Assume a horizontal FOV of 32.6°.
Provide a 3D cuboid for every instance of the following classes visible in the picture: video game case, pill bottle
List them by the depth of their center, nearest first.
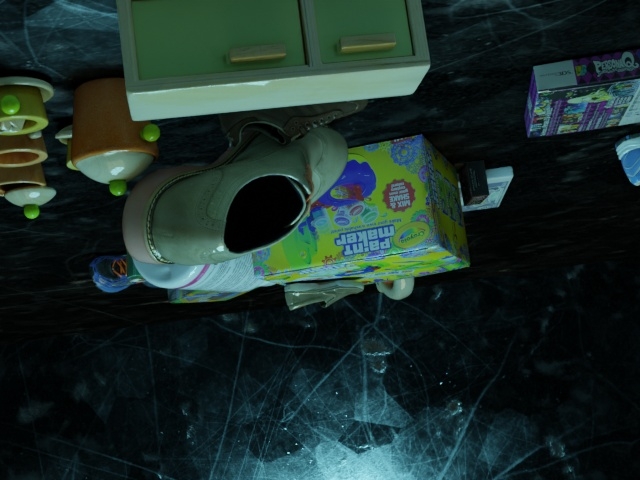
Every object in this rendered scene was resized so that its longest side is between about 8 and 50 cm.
[{"bbox_3d":[0.380,-0.195,1.439,0.210,0.041,0.232,-9,170,7],"label":"video game case"},{"bbox_3d":[-0.170,0.006,1.830,0.160,0.160,0.283,-13,169,30],"label":"pill bottle"},{"bbox_3d":[0.249,-0.085,2.006,0.184,0.023,0.201,-8,166,0],"label":"video game case"}]

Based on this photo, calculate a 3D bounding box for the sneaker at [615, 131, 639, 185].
[{"bbox_3d":[0.596,-0.146,1.792,0.211,0.081,0.080,-12,168,17],"label":"sneaker"}]

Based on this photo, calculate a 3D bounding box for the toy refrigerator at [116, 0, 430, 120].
[{"bbox_3d":[-0.045,-0.182,0.995,0.270,0.102,0.094,-6,170,-8],"label":"toy refrigerator"}]

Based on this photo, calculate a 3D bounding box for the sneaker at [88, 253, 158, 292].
[{"bbox_3d":[-0.376,0.052,2.245,0.221,0.083,0.087,-6,159,-45],"label":"sneaker"}]

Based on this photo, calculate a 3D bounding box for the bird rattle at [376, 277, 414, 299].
[{"bbox_3d":[0.125,0.007,2.017,0.143,0.206,0.253,-24,-173,-24],"label":"bird rattle"}]

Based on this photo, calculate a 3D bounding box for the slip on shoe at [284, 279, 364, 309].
[{"bbox_3d":[0.007,0.088,1.764,0.135,0.041,0.051,-1,169,-27],"label":"slip on shoe"}]

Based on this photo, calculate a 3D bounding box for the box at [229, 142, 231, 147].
[{"bbox_3d":[-0.080,-0.088,1.527,0.087,0.101,0.102,-7,169,-5],"label":"box"}]

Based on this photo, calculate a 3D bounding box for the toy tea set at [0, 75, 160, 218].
[{"bbox_3d":[-0.303,-0.088,1.274,0.200,0.124,0.336,-5,170,-18],"label":"toy tea set"}]

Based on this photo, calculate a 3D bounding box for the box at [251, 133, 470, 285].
[{"bbox_3d":[0.065,-0.032,1.750,0.290,0.177,0.279,-10,171,15],"label":"box"}]

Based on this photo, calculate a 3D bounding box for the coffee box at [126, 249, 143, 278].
[{"bbox_3d":[-0.254,0.015,1.936,0.184,0.113,0.040,2,170,-33],"label":"coffee box"}]

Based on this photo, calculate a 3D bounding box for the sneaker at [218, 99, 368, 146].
[{"bbox_3d":[-0.030,-0.147,1.306,0.188,0.071,0.066,-4,170,-17],"label":"sneaker"}]

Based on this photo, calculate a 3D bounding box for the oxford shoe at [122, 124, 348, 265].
[{"bbox_3d":[-0.057,-0.052,1.321,0.147,0.140,0.397,9,-154,31],"label":"oxford shoe"}]

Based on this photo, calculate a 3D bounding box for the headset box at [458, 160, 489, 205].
[{"bbox_3d":[0.262,-0.098,1.862,0.032,0.062,0.083,-8,172,-4],"label":"headset box"}]

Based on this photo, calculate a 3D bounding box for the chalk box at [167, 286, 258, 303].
[{"bbox_3d":[-0.201,0.039,2.094,0.132,0.132,0.213,-2,170,-29],"label":"chalk box"}]
